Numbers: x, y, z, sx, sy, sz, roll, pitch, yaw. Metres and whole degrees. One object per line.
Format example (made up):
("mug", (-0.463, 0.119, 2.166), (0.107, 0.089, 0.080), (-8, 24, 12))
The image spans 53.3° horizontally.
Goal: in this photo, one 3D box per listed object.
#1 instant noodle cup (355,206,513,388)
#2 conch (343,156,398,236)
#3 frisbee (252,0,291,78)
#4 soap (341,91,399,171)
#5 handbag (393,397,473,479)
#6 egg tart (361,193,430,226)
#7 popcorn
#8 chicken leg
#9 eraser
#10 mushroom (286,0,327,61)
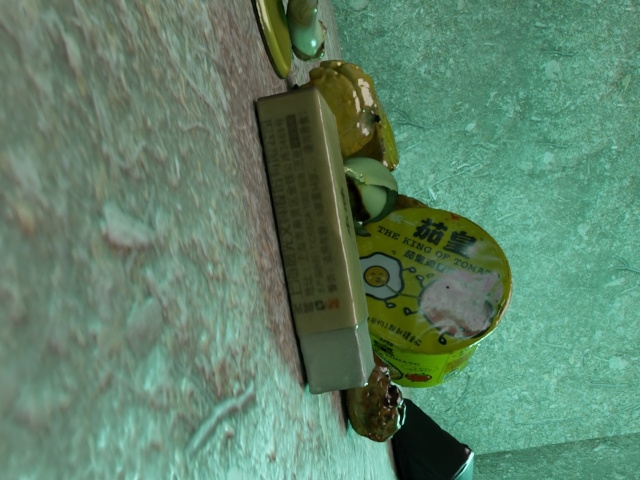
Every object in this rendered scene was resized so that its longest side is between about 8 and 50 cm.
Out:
("instant noodle cup", (0.197, 0.133, 1.277), (0.254, 0.326, 0.325), (86, -1, -54))
("conch", (0.059, -0.073, 1.167), (0.137, 0.143, 0.250), (38, 24, 3))
("frisbee", (-0.076, -0.356, 0.938), (0.236, 0.017, 0.236), (-11, 90, -83))
("soap", (0.138, -0.188, 1.730), (0.304, 0.169, 0.338), (57, 22, -45))
("handbag", (0.285, 0.615, 1.791), (0.178, 0.275, 0.302), (-46, 145, -23))
("egg tart", (0.236, 0.063, 1.607), (0.388, 0.169, 0.387), (30, -55, 54))
("popcorn", (0.025, -0.214, 1.060), (0.148, 0.152, 0.167), (-10, 117, -49))
("chicken leg", (0.067, 0.197, 1.022), (0.107, 0.087, 0.251), (104, -22, -52))
("eraser", (0.000, 0.000, 0.768), (0.144, 0.078, 0.343), (8, 72, -81))
("mushroom", (-0.025, -0.368, 1.077), (0.209, 0.071, 0.084), (65, 25, -88))
